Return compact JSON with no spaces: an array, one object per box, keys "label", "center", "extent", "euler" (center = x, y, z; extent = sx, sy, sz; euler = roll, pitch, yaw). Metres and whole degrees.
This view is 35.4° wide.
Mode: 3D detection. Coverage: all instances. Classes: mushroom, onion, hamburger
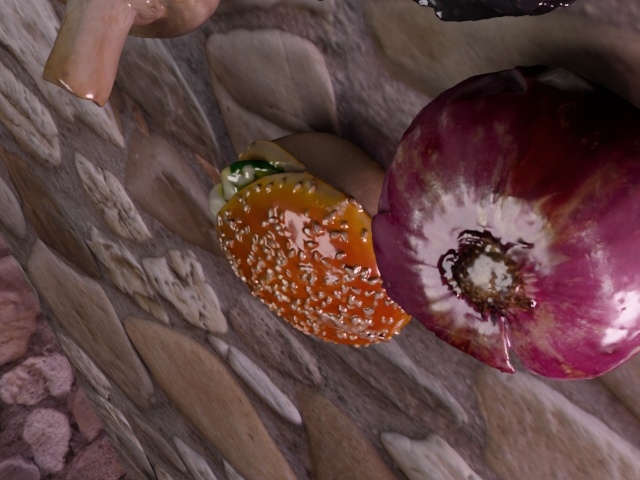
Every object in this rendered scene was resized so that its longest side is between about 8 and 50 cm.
[{"label":"mushroom","center":[-0.194,-0.229,0.901],"extent":[0.207,0.215,0.207],"euler":[16,173,2]},{"label":"onion","center":[0.142,-0.021,0.657],"extent":[0.207,0.200,0.201],"euler":[51,157,37]},{"label":"hamburger","center":[0.000,0.003,0.950],"extent":[0.237,0.147,0.237],"euler":[39,153,25]}]

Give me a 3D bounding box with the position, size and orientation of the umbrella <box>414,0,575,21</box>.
[{"label":"umbrella","center":[0.024,-0.208,0.691],"extent":[0.326,0.094,0.090],"euler":[19,-178,36]}]
